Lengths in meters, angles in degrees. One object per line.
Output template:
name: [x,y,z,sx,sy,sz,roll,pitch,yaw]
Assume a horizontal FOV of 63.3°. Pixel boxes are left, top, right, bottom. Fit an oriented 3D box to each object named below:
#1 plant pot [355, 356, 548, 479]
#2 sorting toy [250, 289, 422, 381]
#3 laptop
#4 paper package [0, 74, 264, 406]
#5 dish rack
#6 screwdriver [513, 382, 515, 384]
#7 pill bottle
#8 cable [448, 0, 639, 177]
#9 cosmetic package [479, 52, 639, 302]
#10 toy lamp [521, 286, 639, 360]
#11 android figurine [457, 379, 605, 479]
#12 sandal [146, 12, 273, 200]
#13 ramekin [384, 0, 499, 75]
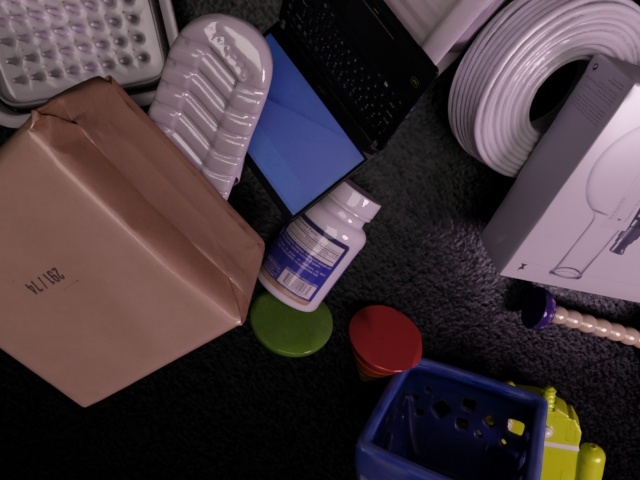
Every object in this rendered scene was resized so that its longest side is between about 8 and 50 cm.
plant pot: [0.193,0.347,0.781,0.235,0.236,0.212,13,118,24]
sorting toy: [-0.031,0.162,0.825,0.365,0.127,0.126,12,133,-5]
laptop: [-0.025,-0.190,0.632,0.136,0.264,0.234,-33,83,-23]
paper package: [-0.284,0.021,0.656,0.324,0.168,0.309,-30,114,27]
dish rack: [-0.334,-0.329,0.661,0.285,0.072,0.333,-10,107,0]
screwdriver: [0.338,0.329,0.921,0.025,0.024,0.170,-2,103,28]
pill bottle: [0.000,0.000,0.755,0.112,0.112,0.187,34,103,-12]
cable: [0.301,-0.195,0.677,0.257,0.089,0.257,24,119,-34]
cosmetic package: [0.454,-0.050,0.695,0.376,0.098,0.285,11,129,-14]
toy lamp: [0.468,0.143,0.836,0.274,0.080,0.080,18,106,-7]
android figurine: [0.343,0.359,0.882,0.248,0.056,0.273,6,110,18]
sandal: [-0.181,-0.111,0.711,0.169,0.102,0.416,36,122,-11]
ramekin: [0.161,-0.314,0.592,0.127,0.273,0.273,43,101,0]
